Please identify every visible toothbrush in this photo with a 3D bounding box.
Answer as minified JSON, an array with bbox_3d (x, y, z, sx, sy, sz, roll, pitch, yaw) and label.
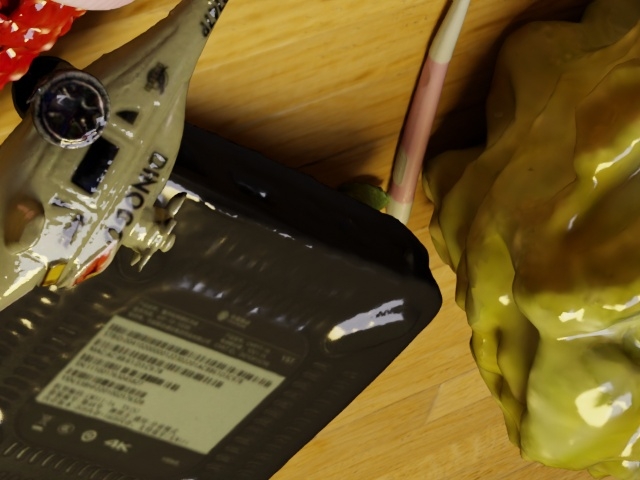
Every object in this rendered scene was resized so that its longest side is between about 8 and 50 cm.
[{"bbox_3d":[0.068,-0.099,1.187,0.025,0.020,0.286,-14,146,-20],"label":"toothbrush"}]

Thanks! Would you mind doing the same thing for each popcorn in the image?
[{"bbox_3d":[0.210,0.002,1.208,0.312,0.312,0.312,-27,152,-16],"label":"popcorn"}]

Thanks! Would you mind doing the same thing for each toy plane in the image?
[{"bbox_3d":[-0.082,-0.078,0.949,0.108,0.092,0.286,33,88,-18],"label":"toy plane"}]

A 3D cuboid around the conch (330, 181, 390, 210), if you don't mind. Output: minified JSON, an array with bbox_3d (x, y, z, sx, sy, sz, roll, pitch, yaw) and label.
[{"bbox_3d":[0.000,0.000,1.234,0.089,0.074,0.121,-40,178,40],"label":"conch"}]

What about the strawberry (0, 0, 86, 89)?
[{"bbox_3d":[-0.124,-0.127,0.859,0.121,0.082,0.188,-6,138,-49],"label":"strawberry"}]

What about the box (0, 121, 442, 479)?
[{"bbox_3d":[-0.104,0.066,1.138,0.290,0.073,0.289,24,120,-42],"label":"box"}]

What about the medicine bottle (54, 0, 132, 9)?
[{"bbox_3d":[-0.011,-0.249,0.605,0.325,0.256,0.256,-34,155,20],"label":"medicine bottle"}]
